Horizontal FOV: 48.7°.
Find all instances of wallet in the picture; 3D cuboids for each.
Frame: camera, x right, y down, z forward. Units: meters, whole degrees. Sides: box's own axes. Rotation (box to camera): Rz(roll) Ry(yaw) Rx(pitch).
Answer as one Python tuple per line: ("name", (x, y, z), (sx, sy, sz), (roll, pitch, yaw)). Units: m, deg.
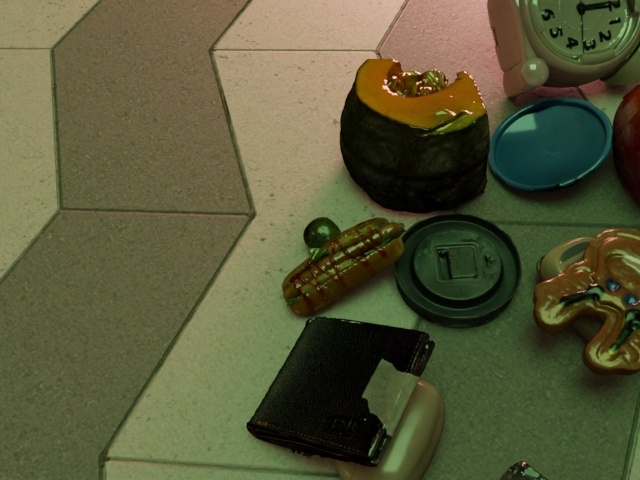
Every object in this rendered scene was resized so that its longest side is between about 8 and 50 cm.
("wallet", (0.025, 0.222, 1.084), (0.262, 0.071, 0.221), (0, 45, 44))

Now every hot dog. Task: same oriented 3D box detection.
("hot dog", (0.041, 0.037, 1.250), (0.250, 0.076, 0.104), (-32, 60, 3))

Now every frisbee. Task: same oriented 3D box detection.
("frisbee", (0.455, -0.185, 1.406), (0.242, 0.045, 0.242), (-15, 50, 18))

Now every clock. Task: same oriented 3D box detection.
("clock", (0.537, -0.479, 1.499), (0.326, 0.184, 0.341), (-13, 97, -2))
("clock", (0.243, 0.051, 1.270), (0.226, 0.049, 0.225), (-1, 55, 2))

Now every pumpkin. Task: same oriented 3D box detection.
("pumpkin", (0.180, -0.200, 1.361), (0.304, 0.225, 0.256), (11, 51, 19))

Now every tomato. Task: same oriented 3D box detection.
("tomato", (0.650, -0.190, 1.276), (0.309, 0.170, 0.308), (-25, 49, 33))

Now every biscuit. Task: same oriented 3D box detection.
("biscuit", (0.504, 0.072, 1.136), (0.334, 0.047, 0.202), (-33, 60, -19))

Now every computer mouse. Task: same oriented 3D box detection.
("computer mouse", (0.478, 0.096, 1.197), (0.145, 0.082, 0.236), (-28, 58, -15))

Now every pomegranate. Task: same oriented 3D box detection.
("pomegranate", (-0.003, -0.002, 1.317), (0.084, 0.073, 0.073), (-45, 61, -5))

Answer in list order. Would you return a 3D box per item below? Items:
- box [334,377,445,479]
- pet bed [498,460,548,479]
("box", (0.106, 0.293, 1.078), (0.146, 0.088, 0.200), (20, 57, 20))
("pet bed", (0.268, 0.412, 0.907), (0.159, 0.211, 0.183), (-42, 62, -12))
